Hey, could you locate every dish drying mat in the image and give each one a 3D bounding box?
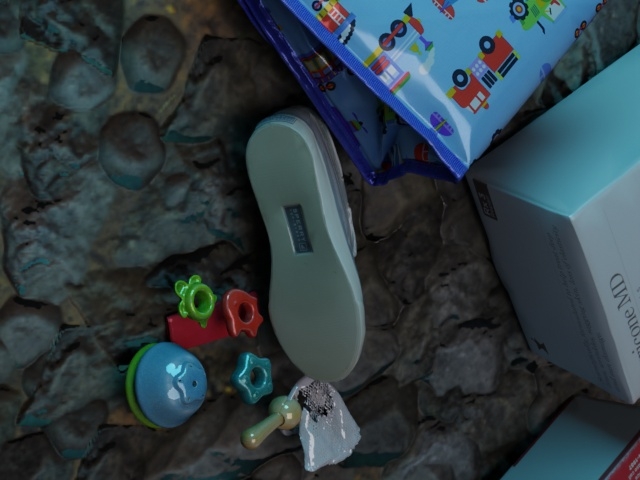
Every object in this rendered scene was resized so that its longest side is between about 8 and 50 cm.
[{"bbox_3d":[-0.086,0.065,1.447,0.083,0.008,0.032,-16,113,-28],"label":"dish drying mat"}]

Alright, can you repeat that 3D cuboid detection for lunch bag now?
[{"bbox_3d":[0.050,-0.221,1.368,0.293,0.138,0.221,49,68,-21],"label":"lunch bag"}]

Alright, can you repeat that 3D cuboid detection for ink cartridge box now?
[{"bbox_3d":[0.270,0.313,1.664,0.197,0.114,0.273,-44,121,-28],"label":"ink cartridge box"}]

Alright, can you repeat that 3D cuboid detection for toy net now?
[{"bbox_3d":[-0.054,0.115,1.461,0.232,0.045,0.122,28,65,-42],"label":"toy net"}]

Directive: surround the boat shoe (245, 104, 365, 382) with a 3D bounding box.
[{"bbox_3d":[-0.001,0.000,1.436,0.081,0.079,0.228,-47,131,-59],"label":"boat shoe"}]

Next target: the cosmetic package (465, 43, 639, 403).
[{"bbox_3d":[0.337,-0.061,1.596,0.385,0.156,0.217,-38,123,-19],"label":"cosmetic package"}]
